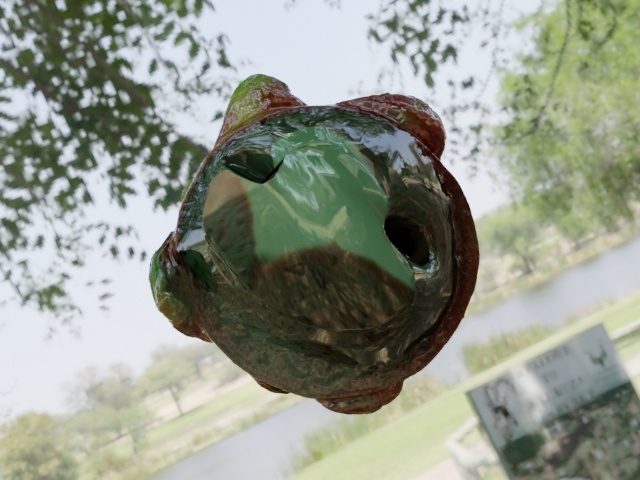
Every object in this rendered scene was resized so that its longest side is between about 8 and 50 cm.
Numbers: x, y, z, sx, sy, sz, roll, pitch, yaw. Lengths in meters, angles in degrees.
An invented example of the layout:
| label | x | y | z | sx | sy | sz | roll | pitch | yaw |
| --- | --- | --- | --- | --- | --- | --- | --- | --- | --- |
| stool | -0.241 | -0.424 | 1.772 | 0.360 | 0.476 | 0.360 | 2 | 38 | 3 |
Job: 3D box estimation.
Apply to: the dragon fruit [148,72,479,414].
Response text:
| label | x | y | z | sx | sy | sz | roll | pitch | yaw |
| --- | --- | --- | --- | --- | --- | --- | --- | --- | --- |
| dragon fruit | 0.000 | 0.000 | 0.854 | 0.268 | 0.295 | 0.130 | -30 | 3 | 3 |
